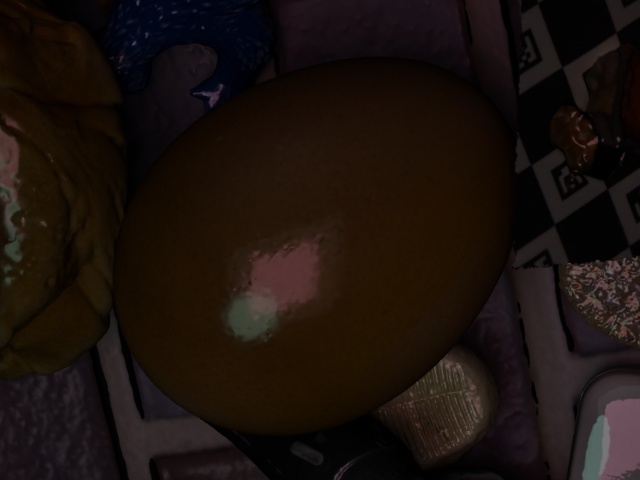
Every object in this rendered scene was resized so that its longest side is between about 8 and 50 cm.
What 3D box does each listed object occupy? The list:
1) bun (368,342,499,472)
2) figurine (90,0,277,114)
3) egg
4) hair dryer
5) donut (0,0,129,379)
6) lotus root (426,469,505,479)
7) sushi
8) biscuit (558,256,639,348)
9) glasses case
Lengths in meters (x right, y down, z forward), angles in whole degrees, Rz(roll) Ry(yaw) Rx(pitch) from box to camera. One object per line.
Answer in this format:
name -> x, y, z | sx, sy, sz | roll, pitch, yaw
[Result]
bun -> 0.085, 0.126, 1.346 | 0.115, 0.069, 0.115 | 2, 104, 8
figurine -> -0.095, -0.205, 1.270 | 0.164, 0.121, 0.262 | 30, 107, 0
egg -> 0.000, 0.000, 1.237 | 0.322, 0.250, 0.250 | -38, 95, 1
hair dryer -> -0.055, 0.241, 1.316 | 0.235, 0.091, 0.272 | 24, 84, 39
donut -> -0.301, -0.049, 1.299 | 0.360, 0.170, 0.360 | 10, 111, 28
lotus root -> 0.071, 0.327, 1.366 | 0.158, 0.140, 0.322 | 20, 111, -21
sushi -> 0.251, -0.116, 1.224 | 0.290, 0.050, 0.264 | -7, 106, -26
biscuit -> 0.260, 0.015, 1.313 | 0.152, 0.020, 0.152 | 2, 104, 8
glasses case -> 0.238, 0.214, 1.345 | 0.092, 0.059, 0.233 | 7, 104, 7
